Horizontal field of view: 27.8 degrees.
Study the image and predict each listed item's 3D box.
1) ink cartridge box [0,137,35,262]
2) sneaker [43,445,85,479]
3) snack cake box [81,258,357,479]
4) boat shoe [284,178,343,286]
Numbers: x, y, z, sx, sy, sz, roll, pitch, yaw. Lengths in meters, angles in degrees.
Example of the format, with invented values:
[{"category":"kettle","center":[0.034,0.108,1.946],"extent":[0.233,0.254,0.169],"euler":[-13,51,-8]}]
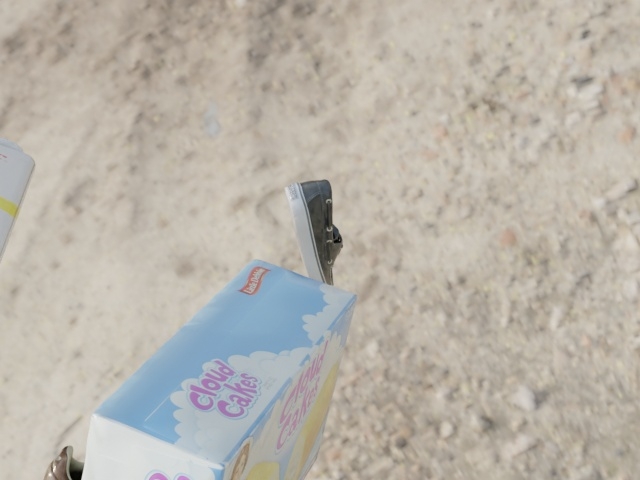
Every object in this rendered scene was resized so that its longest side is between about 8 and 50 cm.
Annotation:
[{"category":"ink cartridge box","center":[-0.426,-0.004,1.151],"extent":[0.385,0.279,0.160],"euler":[-104,37,-69]},{"category":"sneaker","center":[-0.138,0.220,1.079],"extent":[0.188,0.071,0.066],"euler":[11,24,-11]},{"category":"snack cake box","center":[-0.066,0.134,0.868],"extent":[0.089,0.152,0.264],"euler":[19,25,12]},{"category":"boat shoe","center":[0.000,0.000,1.156],"extent":[0.040,0.142,0.049],"euler":[-17,50,-3]}]
